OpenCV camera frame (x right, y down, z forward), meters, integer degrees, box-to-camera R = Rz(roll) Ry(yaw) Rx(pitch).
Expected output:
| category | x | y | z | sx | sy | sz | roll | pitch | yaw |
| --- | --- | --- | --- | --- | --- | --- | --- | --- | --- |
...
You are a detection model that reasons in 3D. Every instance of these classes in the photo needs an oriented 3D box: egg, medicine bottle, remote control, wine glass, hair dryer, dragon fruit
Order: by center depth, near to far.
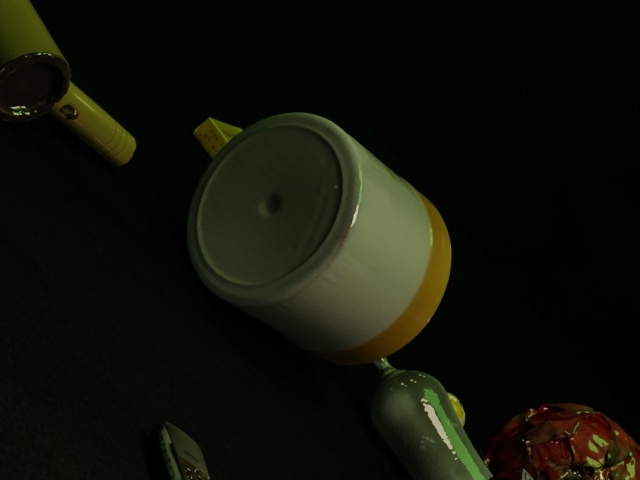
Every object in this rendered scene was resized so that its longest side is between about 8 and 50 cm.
| category | x | y | z | sx | sy | sz | roll | pitch | yaw |
| --- | --- | --- | --- | --- | --- | --- | --- | --- | --- |
| remote control | -0.096 | 0.226 | 1.142 | 0.059 | 0.028 | 0.212 | 48 | 12 | -37 |
| hair dryer | -0.279 | -0.160 | 1.519 | 0.135 | 0.090 | 0.279 | 56 | 5 | 31 |
| medicine bottle | 0.000 | 0.000 | 1.687 | 0.232 | 0.238 | 0.238 | 37 | 19 | -51 |
| wine glass | 0.118 | 0.223 | 1.815 | 0.231 | 0.103 | 0.103 | 59 | 13 | 15 |
| dragon fruit | 0.313 | 0.335 | 1.909 | 0.244 | 0.244 | 0.299 | 53 | 11 | 8 |
| egg | 0.164 | 0.242 | 2.009 | 0.071 | 0.071 | 0.083 | 50 | 9 | -10 |

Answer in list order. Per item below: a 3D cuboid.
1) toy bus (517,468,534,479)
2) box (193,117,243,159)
| category | x | y | z | sx | sy | sz | roll | pitch | yaw |
| --- | --- | --- | --- | --- | --- | --- | --- | --- | --- |
| toy bus | 0.174 | 0.328 | 1.459 | 0.108 | 0.199 | 0.096 | 49 | 10 | 2 |
| box | -0.071 | -0.052 | 2.089 | 0.279 | 0.041 | 0.153 | 53 | 10 | 10 |
